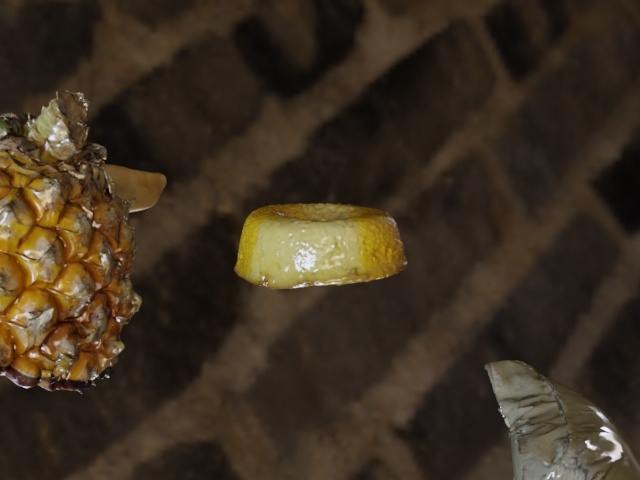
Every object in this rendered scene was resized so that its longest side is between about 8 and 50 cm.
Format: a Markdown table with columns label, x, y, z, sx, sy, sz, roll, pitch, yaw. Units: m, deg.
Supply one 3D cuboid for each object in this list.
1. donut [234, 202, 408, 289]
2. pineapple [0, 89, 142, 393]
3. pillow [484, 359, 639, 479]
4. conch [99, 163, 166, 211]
| label | x | y | z | sx | sy | sz | roll | pitch | yaw |
| --- | --- | --- | --- | --- | --- | --- | --- | --- | --- |
| donut | 0.000 | 0.000 | 1.860 | 0.162 | 0.178 | 0.065 | -10 | -79 | -28 |
| pineapple | -0.155 | -0.016 | 1.033 | 0.137 | 0.161 | 0.176 | -62 | -19 | 9 |
| pillow | 0.125 | 0.140 | 0.716 | 0.208 | 0.053 | 0.119 | 58 | -170 | -12 |
| conch | -0.244 | -0.040 | 1.133 | 0.093 | 0.330 | 0.109 | 115 | 149 | -51 |
